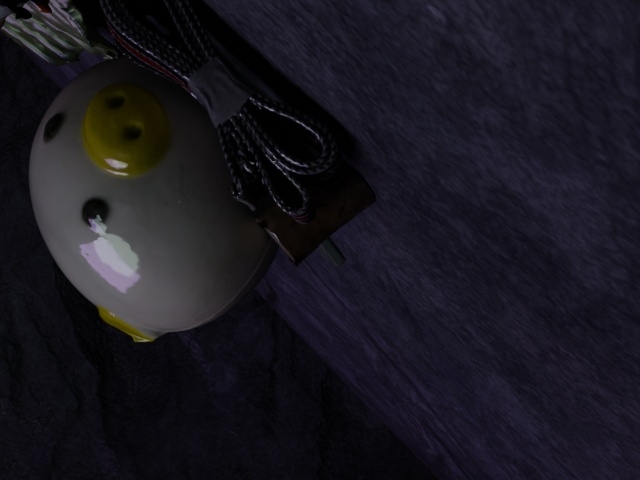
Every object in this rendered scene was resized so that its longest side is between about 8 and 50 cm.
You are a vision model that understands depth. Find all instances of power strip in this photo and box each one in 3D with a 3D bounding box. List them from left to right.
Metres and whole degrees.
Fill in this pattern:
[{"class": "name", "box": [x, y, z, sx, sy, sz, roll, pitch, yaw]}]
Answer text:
[{"class": "power strip", "box": [0.000, 0.000, 1.522, 0.051, 0.019, 0.136, 31, 163, 50]}]

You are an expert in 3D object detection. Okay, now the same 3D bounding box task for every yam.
[{"class": "yam", "box": [-0.008, -0.036, 1.098, 0.084, 0.127, 0.084, 48, 173, 8]}]

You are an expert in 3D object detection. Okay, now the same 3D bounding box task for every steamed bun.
[{"class": "steamed bun", "box": [-0.217, -0.063, 1.221, 0.374, 0.334, 0.334, 57, 177, 28]}]

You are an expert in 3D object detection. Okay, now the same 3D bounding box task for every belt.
[{"class": "belt", "box": [-0.116, -0.171, 1.035, 0.359, 0.126, 0.094, 49, -179, 8]}]

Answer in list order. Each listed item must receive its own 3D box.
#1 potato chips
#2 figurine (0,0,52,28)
[{"class": "potato chips", "box": [-0.473, -0.416, 1.497, 0.373, 0.097, 0.389, 18, 152, 44]}, {"class": "figurine", "box": [-0.439, -0.341, 1.110, 0.323, 0.320, 0.196, 11, 130, 39]}]
